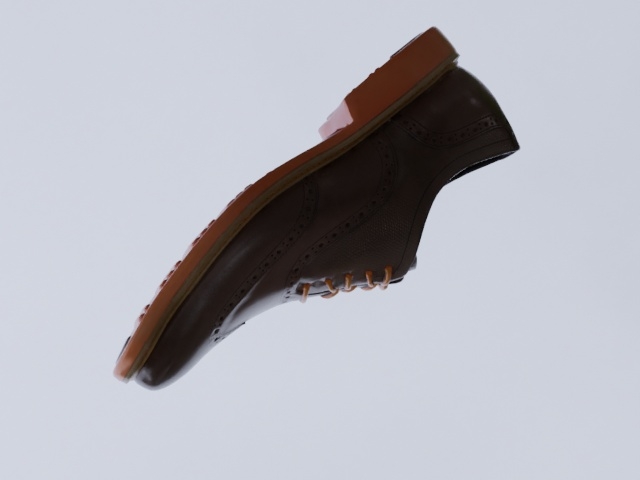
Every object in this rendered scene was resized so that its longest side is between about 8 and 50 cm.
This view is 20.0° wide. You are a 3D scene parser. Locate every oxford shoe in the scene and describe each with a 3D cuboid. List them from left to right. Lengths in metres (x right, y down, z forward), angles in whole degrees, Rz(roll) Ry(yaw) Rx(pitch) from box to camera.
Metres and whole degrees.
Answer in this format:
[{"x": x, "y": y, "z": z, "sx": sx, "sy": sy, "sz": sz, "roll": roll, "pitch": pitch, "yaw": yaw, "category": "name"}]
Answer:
[{"x": 0.000, "y": 0.000, "z": 1.367, "sx": 0.363, "sy": 0.130, "sz": 0.133, "roll": -43, "pitch": -89, "yaw": -9, "category": "oxford shoe"}]
